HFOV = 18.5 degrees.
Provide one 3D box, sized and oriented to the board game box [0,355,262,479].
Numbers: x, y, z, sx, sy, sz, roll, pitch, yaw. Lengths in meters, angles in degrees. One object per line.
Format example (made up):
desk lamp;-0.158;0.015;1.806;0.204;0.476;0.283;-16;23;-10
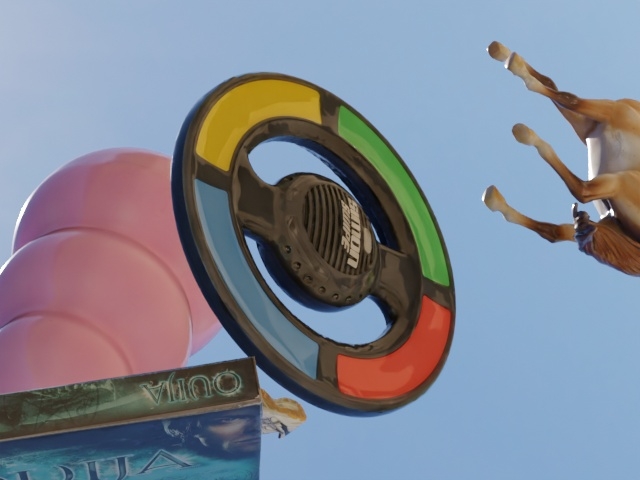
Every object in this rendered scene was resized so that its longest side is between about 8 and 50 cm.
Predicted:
board game box;-0.121;0.102;0.930;0.126;0.186;0.026;95;166;-64

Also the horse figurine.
horse figurine;0.196;-0.051;1.340;0.174;0.066;0.263;27;-145;-16

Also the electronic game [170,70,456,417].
electronic game;0.000;0.000;1.204;0.229;0.048;0.229;28;-133;-34

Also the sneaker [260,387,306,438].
sneaker;-0.050;0.148;1.662;0.083;0.037;0.032;27;-152;-37

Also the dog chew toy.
dog chew toy;-0.190;0.064;1.668;0.206;0.206;0.332;57;-150;-23
